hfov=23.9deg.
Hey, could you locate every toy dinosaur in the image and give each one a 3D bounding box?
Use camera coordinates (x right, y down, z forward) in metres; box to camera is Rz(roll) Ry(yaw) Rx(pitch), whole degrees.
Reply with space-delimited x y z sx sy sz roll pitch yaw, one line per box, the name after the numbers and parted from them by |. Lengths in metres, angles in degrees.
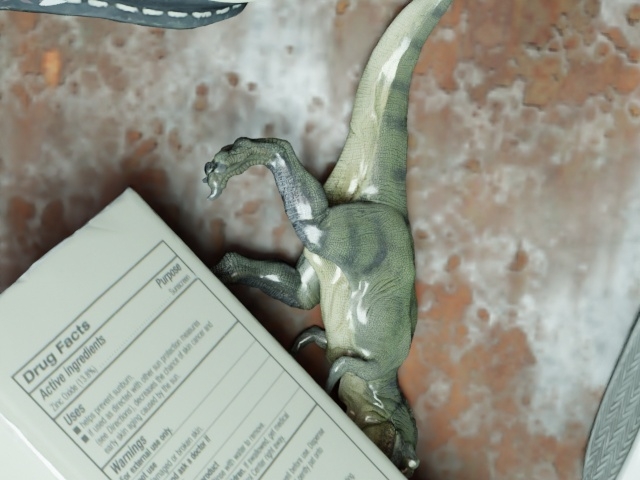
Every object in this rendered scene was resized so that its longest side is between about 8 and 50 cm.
0.000 0.000 0.719 0.118 0.064 0.268 2 102 -13 | toy dinosaur

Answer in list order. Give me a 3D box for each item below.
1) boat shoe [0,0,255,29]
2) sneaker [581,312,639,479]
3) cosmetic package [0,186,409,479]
-0.246 -0.146 0.638 0.500 0.187 0.156 9 122 6 | boat shoe
0.253 0.024 0.696 0.169 0.108 0.292 19 112 -3 | sneaker
-0.051 0.144 0.669 0.296 0.153 0.129 48 128 -3 | cosmetic package
